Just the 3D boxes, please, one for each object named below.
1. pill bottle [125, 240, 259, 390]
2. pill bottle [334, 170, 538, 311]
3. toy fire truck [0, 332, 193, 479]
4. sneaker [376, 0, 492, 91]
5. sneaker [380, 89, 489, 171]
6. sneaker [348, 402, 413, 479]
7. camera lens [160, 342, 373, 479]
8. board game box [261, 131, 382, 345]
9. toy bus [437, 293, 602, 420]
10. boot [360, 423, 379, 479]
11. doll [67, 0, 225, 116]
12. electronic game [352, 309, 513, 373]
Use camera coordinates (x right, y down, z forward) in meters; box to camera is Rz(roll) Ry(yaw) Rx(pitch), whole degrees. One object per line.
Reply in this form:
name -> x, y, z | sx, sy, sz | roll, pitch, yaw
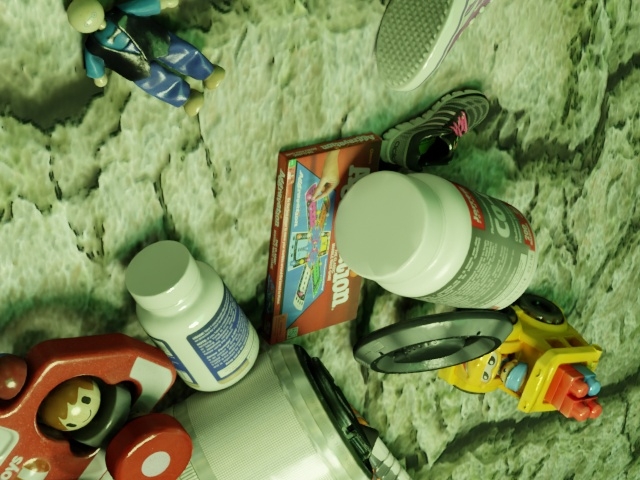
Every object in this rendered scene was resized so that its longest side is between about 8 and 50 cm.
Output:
pill bottle -> -0.157, 0.089, 1.545 | 0.112, 0.112, 0.186 | -39, 137, -11
pill bottle -> 0.154, 0.001, 1.676 | 0.283, 0.161, 0.161 | 15, 109, -54
toy fire truck -> -0.313, 0.232, 1.470 | 0.302, 0.169, 0.254 | -53, 138, 8
sneaker -> 0.185, -0.298, 1.562 | 0.161, 0.102, 0.282 | 12, 111, -47
sneaker -> 0.162, -0.137, 1.673 | 0.170, 0.075, 0.063 | -29, 134, -21
sneaker -> 0.046, 0.390, 1.940 | 0.180, 0.124, 0.321 | -39, 126, -5
camera lens -> -0.086, 0.277, 1.630 | 0.274, 0.219, 0.219 | -30, 136, 1
board game box -> 0.000, 0.000, 1.674 | 0.145, 0.027, 0.281 | -16, 128, -32
toy bus -> 0.322, 0.197, 1.947 | 0.220, 0.211, 0.149 | 0, 120, -38
boot -> -0.027, 0.340, 1.785 | 0.176, 0.088, 0.244 | 31, 100, -3
doll -> -0.189, -0.206, 1.356 | 0.189, 0.046, 0.129 | 28, 109, -40
electronic game -> 0.159, 0.141, 1.808 | 0.229, 0.048, 0.229 | -9, 161, -3
